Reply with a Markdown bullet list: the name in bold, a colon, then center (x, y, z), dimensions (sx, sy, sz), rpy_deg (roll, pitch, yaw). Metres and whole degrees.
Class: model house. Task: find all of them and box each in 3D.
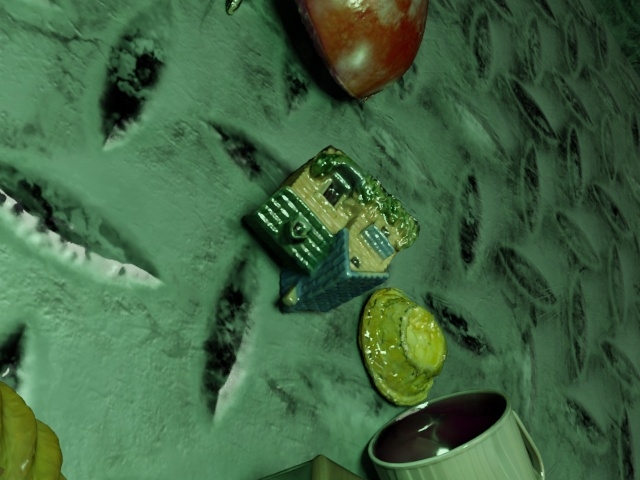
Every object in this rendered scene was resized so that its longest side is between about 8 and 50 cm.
- **model house**: center (0.000, 0.000, 0.961), dimensions (0.183, 0.166, 0.172), rpy_deg (49, 46, -9)

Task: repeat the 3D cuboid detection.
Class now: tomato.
- **tomato**: center (0.093, -0.386, 1.165), dimensions (0.335, 0.176, 0.289), rpy_deg (-11, 87, -68)

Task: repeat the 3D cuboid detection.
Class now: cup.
- **cup**: center (0.217, 0.366, 1.046), dimensions (0.288, 0.208, 0.273), rpy_deg (-33, 102, -74)

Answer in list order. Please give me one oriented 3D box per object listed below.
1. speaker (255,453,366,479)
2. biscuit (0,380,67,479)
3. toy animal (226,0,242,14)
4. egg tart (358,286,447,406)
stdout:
- **speaker**: center (-0.005, 0.381, 0.767), dimensions (0.192, 0.153, 0.230), rpy_deg (40, 35, -32)
- **biscuit**: center (-0.292, 0.235, 0.513), dimensions (0.326, 0.107, 0.325), rpy_deg (45, 37, -50)
- **toy animal**: center (-0.102, -0.402, 1.046), dimensions (0.098, 0.098, 0.137), rpy_deg (29, 62, -40)
- **egg tart**: center (0.134, 0.162, 1.119), dimensions (0.191, 0.074, 0.191), rpy_deg (21, 59, -41)
